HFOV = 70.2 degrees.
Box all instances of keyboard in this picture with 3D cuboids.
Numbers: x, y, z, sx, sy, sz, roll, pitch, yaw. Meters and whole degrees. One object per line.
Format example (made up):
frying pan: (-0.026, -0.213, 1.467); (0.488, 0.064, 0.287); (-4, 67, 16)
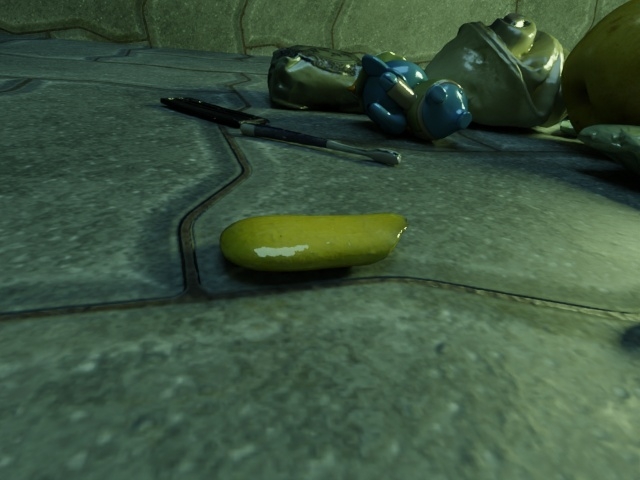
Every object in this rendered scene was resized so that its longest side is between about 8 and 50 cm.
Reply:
keyboard: (-0.218, -0.258, 0.908); (0.251, 0.017, 0.087); (24, 30, 32)

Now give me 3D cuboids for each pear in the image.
pear: (0.639, -0.318, 0.868); (0.314, 0.314, 0.314); (5, 25, -2)

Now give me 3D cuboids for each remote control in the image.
remote control: (0.620, -0.271, 1.096); (0.061, 0.029, 0.162); (24, 26, 30)

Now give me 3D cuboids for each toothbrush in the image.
toothbrush: (-0.007, -0.161, 0.739); (0.288, 0.024, 0.026); (15, 26, 21)

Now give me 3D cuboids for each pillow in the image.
pillow: (0.592, -0.107, 0.694); (0.281, 0.076, 0.274); (1, 27, -23)

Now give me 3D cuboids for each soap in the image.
soap: (0.000, 0.000, 0.388); (0.169, 0.033, 0.089); (-1, 28, -14)

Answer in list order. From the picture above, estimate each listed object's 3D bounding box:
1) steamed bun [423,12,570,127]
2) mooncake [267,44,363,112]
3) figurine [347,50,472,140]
steamed bun: (0.437, -0.412, 1.102); (0.352, 0.247, 0.339); (9, 24, 18)
mooncake: (-0.006, -0.404, 1.125); (0.250, 0.136, 0.254); (3, 26, -14)
figurine: (0.164, -0.280, 0.882); (0.180, 0.153, 0.262); (5, 19, -28)
